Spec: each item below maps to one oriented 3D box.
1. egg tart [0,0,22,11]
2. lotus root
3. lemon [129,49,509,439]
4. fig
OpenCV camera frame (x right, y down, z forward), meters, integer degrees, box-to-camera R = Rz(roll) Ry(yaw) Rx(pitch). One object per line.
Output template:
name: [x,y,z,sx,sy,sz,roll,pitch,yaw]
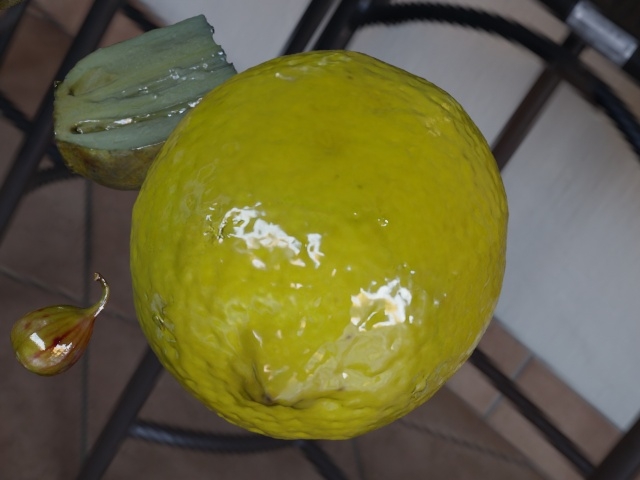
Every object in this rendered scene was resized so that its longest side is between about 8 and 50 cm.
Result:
egg tart: [-0.309,-0.260,1.318,0.132,0.297,0.297,57,27,-2]
lotus root: [-0.226,-0.152,1.967,0.260,0.149,0.267,-22,41,-7]
lemon: [-0.001,0.001,1.199,0.336,0.336,0.336,26,27,-15]
fig: [-0.175,0.058,0.991,0.050,0.083,0.050,46,2,-2]
